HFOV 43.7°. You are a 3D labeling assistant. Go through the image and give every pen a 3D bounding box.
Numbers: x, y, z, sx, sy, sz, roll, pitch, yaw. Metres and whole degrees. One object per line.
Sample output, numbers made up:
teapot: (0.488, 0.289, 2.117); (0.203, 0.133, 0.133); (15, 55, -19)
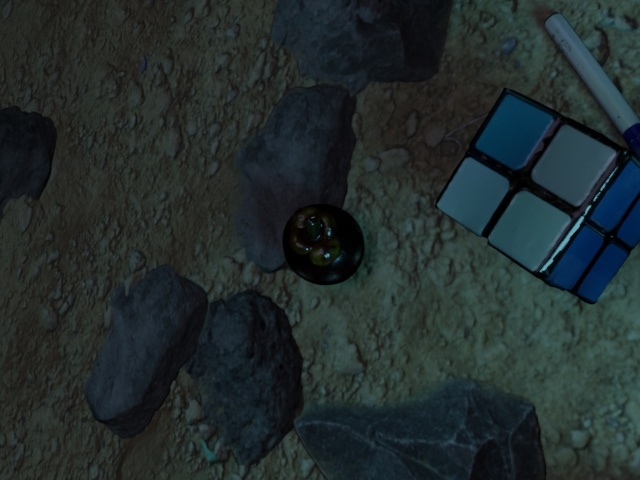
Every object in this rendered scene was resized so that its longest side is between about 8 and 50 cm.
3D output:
pen: (0.359, -0.193, 1.019); (0.033, 0.033, 0.269); (-38, 57, 24)

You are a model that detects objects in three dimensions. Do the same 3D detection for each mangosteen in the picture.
mangosteen: (0.000, 0.000, 1.179); (0.140, 0.140, 0.140); (-12, 71, 35)

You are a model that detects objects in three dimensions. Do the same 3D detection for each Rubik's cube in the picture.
Rubik's cube: (0.274, -0.050, 0.949); (0.180, 0.183, 0.167); (40, 102, 40)
